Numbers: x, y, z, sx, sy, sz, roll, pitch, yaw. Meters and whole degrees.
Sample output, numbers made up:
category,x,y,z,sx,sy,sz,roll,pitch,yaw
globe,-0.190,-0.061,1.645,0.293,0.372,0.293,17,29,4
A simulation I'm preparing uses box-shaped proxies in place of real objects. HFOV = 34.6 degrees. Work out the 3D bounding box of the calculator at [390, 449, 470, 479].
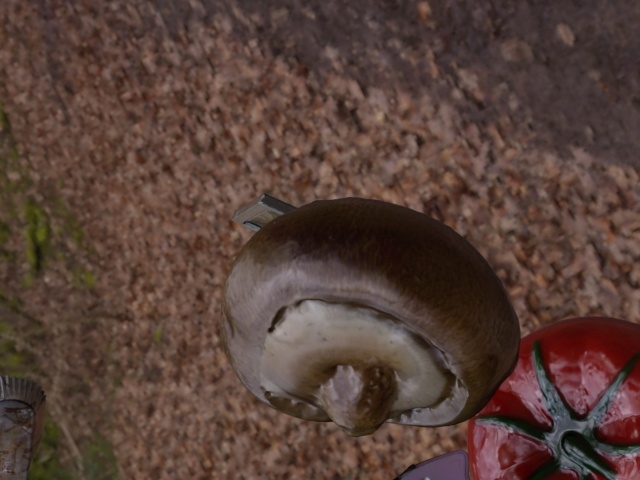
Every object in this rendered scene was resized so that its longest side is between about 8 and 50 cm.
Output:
category,x,y,z,sx,sy,sz,roll,pitch,yaw
calculator,0.106,0.408,1.302,0.194,0.294,0.043,53,168,25

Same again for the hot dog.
category,x,y,z,sx,sy,sz,roll,pitch,yaw
hot dog,-0.517,0.312,1.636,0.075,0.144,0.268,-108,33,-44

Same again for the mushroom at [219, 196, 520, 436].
category,x,y,z,sx,sy,sz,roll,pitch,yaw
mushroom,0.038,0.067,0.860,0.253,0.253,0.153,73,-158,-44

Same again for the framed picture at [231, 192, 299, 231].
category,x,y,z,sx,sy,sz,roll,pitch,yaw
framed picture,0.000,0.000,1.460,0.241,0.020,0.324,24,173,-10

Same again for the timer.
category,x,y,z,sx,sy,sz,roll,pitch,yaw
timer,0.408,0.301,1.511,0.279,0.378,0.378,22,-151,-55
